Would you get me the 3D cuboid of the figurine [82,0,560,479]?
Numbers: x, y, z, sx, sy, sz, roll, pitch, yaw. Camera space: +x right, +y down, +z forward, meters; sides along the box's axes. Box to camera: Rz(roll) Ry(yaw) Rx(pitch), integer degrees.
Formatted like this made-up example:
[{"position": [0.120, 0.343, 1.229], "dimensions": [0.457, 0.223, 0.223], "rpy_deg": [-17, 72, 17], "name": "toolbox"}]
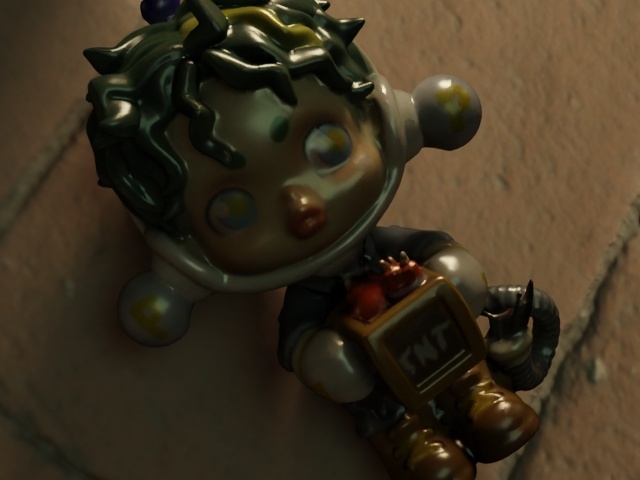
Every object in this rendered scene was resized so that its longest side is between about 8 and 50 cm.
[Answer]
[{"position": [-0.002, 0.002, 0.878], "dimensions": [0.261, 0.186, 0.382], "rpy_deg": [-38, 102, -16], "name": "figurine"}]
